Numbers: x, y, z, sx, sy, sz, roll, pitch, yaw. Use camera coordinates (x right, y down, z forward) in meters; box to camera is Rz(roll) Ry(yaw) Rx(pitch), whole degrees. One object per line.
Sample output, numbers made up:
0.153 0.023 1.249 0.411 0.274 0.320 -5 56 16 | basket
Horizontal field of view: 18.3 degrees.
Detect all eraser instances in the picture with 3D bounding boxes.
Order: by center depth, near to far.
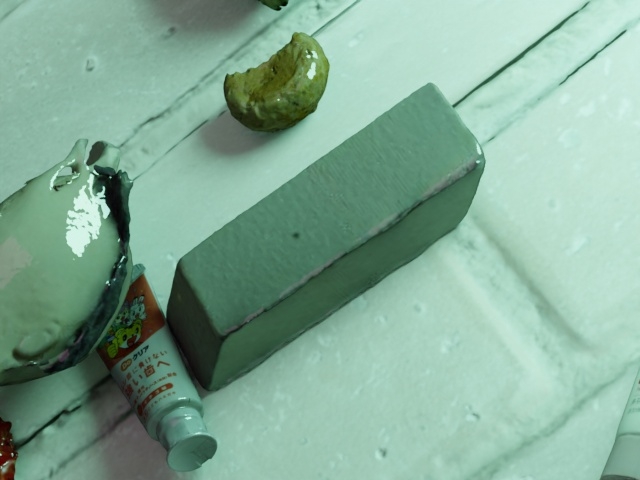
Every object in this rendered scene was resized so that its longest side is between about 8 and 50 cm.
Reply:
0.000 0.000 1.897 0.352 0.077 0.111 -35 55 5 | eraser

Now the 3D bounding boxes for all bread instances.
-0.039 -0.149 1.991 0.113 0.060 0.082 -27 59 11 | bread

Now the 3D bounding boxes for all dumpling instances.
-0.261 0.043 1.940 0.163 0.204 0.293 23 70 11 | dumpling

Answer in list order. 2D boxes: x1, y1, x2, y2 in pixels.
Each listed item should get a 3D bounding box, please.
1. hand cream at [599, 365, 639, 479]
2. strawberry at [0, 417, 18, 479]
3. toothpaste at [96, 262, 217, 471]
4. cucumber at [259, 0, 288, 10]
0.327 0.122 1.709 0.133 0.083 0.248 15 63 25 | hand cream
-0.421 0.234 1.907 0.234 0.178 0.234 -14 58 23 | strawberry
-0.165 0.123 1.925 0.089 0.057 0.234 -38 48 6 | toothpaste
-0.012 -0.393 2.075 0.145 0.105 0.325 9 68 54 | cucumber
